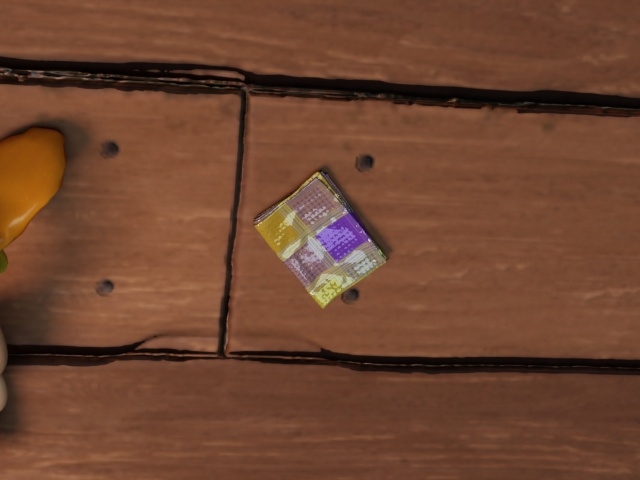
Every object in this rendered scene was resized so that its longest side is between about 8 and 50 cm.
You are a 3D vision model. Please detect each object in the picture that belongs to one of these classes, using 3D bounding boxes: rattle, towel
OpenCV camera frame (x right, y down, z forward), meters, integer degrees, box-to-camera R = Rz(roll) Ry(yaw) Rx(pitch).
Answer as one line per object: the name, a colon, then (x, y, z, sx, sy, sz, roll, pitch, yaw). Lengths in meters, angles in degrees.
rattle: (-0.216, 0.044, 0.792, 0.130, 0.143, 0.200, 4, 131, 24)
towel: (0.000, 0.000, 0.816, 0.060, 0.009, 0.083, -35, 111, 5)
